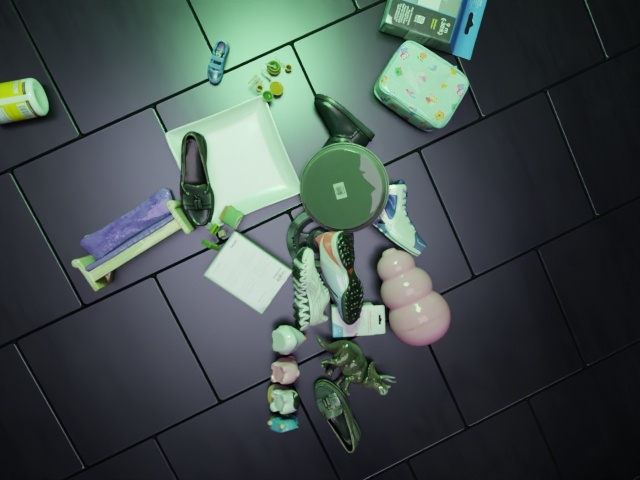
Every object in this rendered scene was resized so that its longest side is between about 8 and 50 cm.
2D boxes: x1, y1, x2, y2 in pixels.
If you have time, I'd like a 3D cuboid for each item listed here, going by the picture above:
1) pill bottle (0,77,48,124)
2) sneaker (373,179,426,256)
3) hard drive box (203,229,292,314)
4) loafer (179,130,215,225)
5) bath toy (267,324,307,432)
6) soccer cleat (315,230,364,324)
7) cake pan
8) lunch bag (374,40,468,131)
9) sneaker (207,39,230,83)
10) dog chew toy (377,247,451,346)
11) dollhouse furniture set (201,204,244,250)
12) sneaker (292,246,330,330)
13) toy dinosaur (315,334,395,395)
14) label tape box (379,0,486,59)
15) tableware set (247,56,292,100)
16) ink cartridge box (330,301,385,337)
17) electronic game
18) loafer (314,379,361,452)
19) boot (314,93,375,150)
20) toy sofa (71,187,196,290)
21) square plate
[{"bbox_3d":[-0.967,-0.421,1.534,0.215,0.117,0.117,-12,96,-5],"label":"pill bottle"},{"bbox_3d":[0.254,-0.099,1.677,0.315,0.127,0.182,38,92,-6],"label":"sneaker"},{"bbox_3d":[-0.239,0.103,1.663,0.232,0.089,0.181,36,90,-8],"label":"hard drive box"},{"bbox_3d":[-0.397,-0.192,1.571,0.109,0.095,0.302,-4,96,-5],"label":"loafer"},{"bbox_3d":[-0.112,0.456,1.688,0.129,0.151,0.348,2,92,-44],"label":"bath toy"},{"bbox_3d":[0.061,0.124,1.653,0.109,0.116,0.318,-24,108,-46],"label":"soccer cleat"},{"bbox_3d":[0.071,-0.164,1.595,0.293,0.054,0.293,2,100,11],"label":"cake pan"},{"bbox_3d":[0.339,-0.511,1.662,0.279,0.108,0.224,31,86,-9],"label":"lunch bag"},{"bbox_3d":[-0.333,-0.581,1.613,0.053,0.059,0.144,14,94,-9],"label":"sneaker"},{"bbox_3d":[0.296,0.181,1.673,0.207,0.206,0.332,-25,90,-3],"label":"dog chew toy"},{"bbox_3d":[-0.318,-0.045,1.596,0.076,0.058,0.151,31,91,28],"label":"dollhouse furniture set"},{"bbox_3d":[-0.030,0.158,1.678,0.118,0.110,0.292,-6,111,-15],"label":"sneaker"},{"bbox_3d":[0.096,0.422,1.726,0.160,0.121,0.313,-42,93,-13],"label":"toy dinosaur"},{"bbox_3d":[0.391,-0.771,1.647,0.334,0.106,0.240,15,94,-6],"label":"label tape box"},{"bbox_3d":[-0.154,-0.528,1.631,0.104,0.024,0.154,44,71,-7],"label":"tableware set"},{"bbox_3d":[0.128,0.272,1.726,0.181,0.061,0.104,-2,94,-5],"label":"ink cartridge box"},{"bbox_3d":[0.000,0.000,1.698,0.229,0.048,0.229,0,102,-2],"label":"electronic game"},{"bbox_3d":[0.061,0.607,1.727,0.096,0.084,0.267,-28,98,16],"label":"loafer"},{"bbox_3d":[0.033,-0.334,1.651,0.246,0.094,0.207,36,87,-13],"label":"boot"},{"bbox_3d":[-0.596,-0.012,1.588,0.362,0.150,0.177,-32,98,-2],"label":"toy sofa"},{"bbox_3d":[-0.281,-0.254,1.650,0.347,0.049,0.344,-23,96,-4],"label":"square plate"}]
